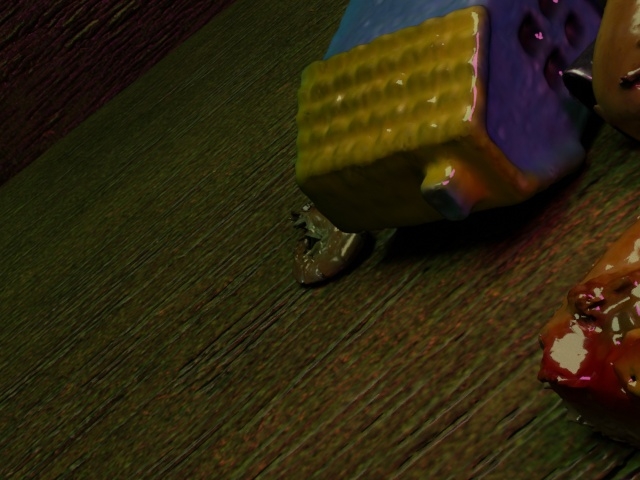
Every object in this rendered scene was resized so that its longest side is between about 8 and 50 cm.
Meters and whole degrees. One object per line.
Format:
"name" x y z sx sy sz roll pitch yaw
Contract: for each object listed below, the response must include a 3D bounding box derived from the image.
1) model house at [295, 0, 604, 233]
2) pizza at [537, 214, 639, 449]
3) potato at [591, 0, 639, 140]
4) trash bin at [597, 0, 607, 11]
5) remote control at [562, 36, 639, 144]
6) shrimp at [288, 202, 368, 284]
"model house" 0.122 -0.134 0.993 0.237 0.215 0.303 -12 37 46
"pizza" 0.333 -0.004 0.520 0.440 0.130 0.406 -36 20 3
"potato" 0.335 -0.208 0.841 0.173 0.140 0.300 25 77 27
"trash bin" 0.278 -0.338 1.138 0.262 0.217 0.277 -18 19 38
"remote control" 0.373 -0.237 0.963 0.377 0.107 0.044 -45 -18 -20
"shrimp" 0.000 0.000 1.143 0.099 0.041 0.180 -53 24 0
